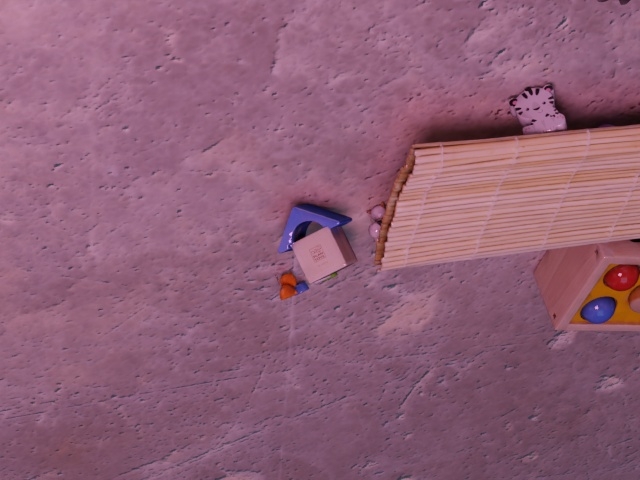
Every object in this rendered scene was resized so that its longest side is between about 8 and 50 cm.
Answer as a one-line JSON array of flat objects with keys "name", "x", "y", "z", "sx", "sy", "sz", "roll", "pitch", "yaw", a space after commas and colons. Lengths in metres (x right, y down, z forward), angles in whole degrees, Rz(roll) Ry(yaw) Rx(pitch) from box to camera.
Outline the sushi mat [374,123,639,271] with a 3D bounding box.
[{"name": "sushi mat", "x": 0.205, "y": -0.040, "z": 1.538, "sx": 0.316, "sy": 0.019, "sz": 0.151, "roll": -7, "pitch": 143, "yaw": -17}]

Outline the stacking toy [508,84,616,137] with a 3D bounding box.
[{"name": "stacking toy", "x": 0.275, "y": -0.093, "z": 1.562, "sx": 0.221, "sy": 0.052, "sz": 0.167, "roll": -21, "pitch": 144, "yaw": 2}]

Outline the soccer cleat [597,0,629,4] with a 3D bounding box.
[{"name": "soccer cleat", "x": 0.170, "y": -0.243, "z": 1.290, "sx": 0.318, "sy": 0.109, "sz": 0.116, "roll": -3, "pitch": 137, "yaw": -13}]

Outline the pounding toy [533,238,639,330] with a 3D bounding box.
[{"name": "pounding toy", "x": 0.299, "y": 0.030, "z": 1.677, "sx": 0.141, "sy": 0.100, "sz": 0.130, "roll": 2, "pitch": 139, "yaw": -23}]

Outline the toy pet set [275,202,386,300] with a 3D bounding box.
[{"name": "toy pet set", "x": 0.000, "y": 0.000, "z": 1.583, "sx": 0.122, "sy": 0.065, "sz": 0.114, "roll": -27, "pitch": 176, "yaw": 18}]
